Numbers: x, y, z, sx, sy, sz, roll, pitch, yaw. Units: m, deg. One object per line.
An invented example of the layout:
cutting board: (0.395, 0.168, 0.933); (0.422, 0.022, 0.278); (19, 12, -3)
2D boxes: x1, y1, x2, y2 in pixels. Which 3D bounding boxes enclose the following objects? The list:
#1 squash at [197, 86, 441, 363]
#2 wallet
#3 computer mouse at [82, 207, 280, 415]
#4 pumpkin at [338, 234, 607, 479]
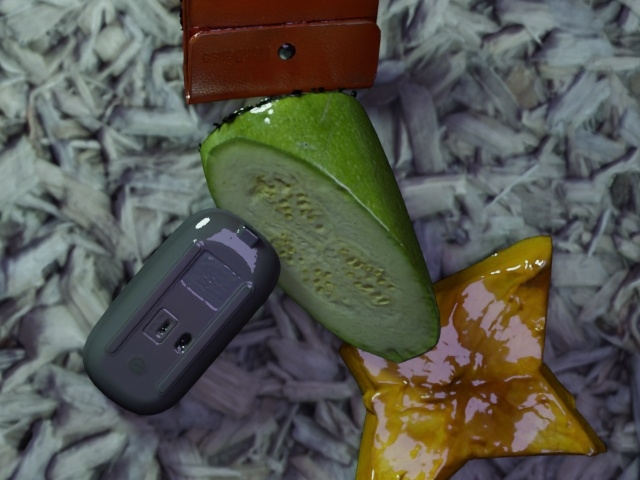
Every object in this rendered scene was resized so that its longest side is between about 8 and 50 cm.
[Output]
squash: (0.000, 0.000, 1.357); (0.189, 0.189, 0.260); (-13, 78, -13)
wallet: (-0.041, -0.211, 1.416); (0.204, 0.045, 0.142); (-6, 127, -13)
computer mouse: (-0.141, 0.072, 1.397); (0.120, 0.057, 0.232); (38, 99, -8)
pumpkin: (0.140, 0.156, 1.452); (0.290, 0.095, 0.258); (-17, 89, -6)
